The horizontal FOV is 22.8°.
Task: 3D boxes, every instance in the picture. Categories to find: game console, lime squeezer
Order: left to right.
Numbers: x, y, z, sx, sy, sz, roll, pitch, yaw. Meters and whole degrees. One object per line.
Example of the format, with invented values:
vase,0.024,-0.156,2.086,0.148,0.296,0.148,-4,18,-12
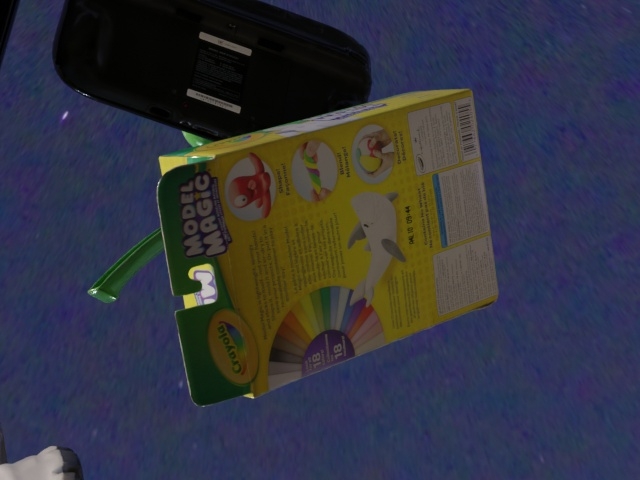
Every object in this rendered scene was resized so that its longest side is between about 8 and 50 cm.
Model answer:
game console,-0.139,-0.119,0.949,0.361,0.044,0.213,18,-113,-15
lime squeezer,-0.101,-0.073,1.154,0.110,0.310,0.059,23,-34,-25

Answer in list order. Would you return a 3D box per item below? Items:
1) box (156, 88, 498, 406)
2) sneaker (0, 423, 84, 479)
box,0.000,0.000,0.691,0.179,0.043,0.105,-18,-76,-42
sneaker,-0.140,0.121,0.508,0.129,0.297,0.111,-11,-85,-24
